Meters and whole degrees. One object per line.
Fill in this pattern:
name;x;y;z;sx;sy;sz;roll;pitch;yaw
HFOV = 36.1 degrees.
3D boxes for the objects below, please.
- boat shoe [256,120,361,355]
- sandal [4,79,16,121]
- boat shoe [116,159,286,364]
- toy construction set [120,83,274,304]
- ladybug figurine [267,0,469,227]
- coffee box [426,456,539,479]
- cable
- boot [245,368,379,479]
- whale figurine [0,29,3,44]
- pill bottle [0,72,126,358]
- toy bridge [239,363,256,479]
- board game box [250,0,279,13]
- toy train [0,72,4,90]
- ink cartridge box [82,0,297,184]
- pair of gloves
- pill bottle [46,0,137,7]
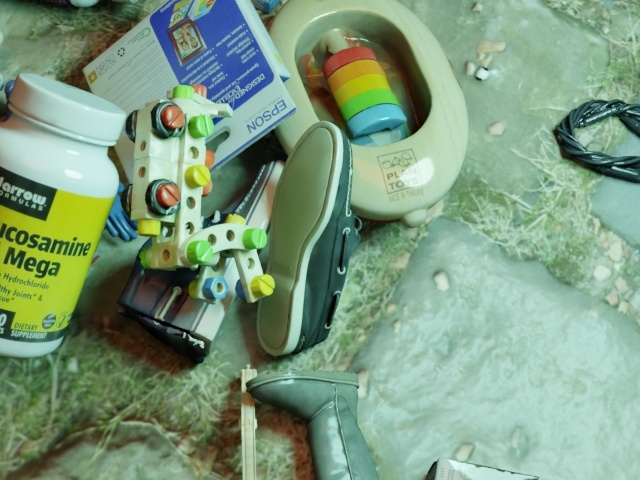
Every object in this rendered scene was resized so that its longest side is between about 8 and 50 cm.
boat shoe;0.002;0.002;1.402;0.113;0.127;0.340;4;100;-38
sandal;-0.467;-0.109;1.502;0.138;0.126;0.317;-10;63;-4
boat shoe;-0.171;0.000;1.455;0.158;0.127;0.340;25;65;0
toy construction set;-0.168;-0.080;1.331;0.215;0.151;0.327;11;62;-45
ladybug figurine;0.066;-0.204;1.555;0.305;0.162;0.449;-13;65;-9
coffee box;0.196;0.425;1.284;0.141;0.098;0.246;12;64;3
cable;0.483;-0.177;1.631;0.184;0.047;0.150;15;63;5
boot;-0.005;0.284;1.344;0.190;0.076;0.208;4;67;-23
whale figurine;-0.663;-0.329;1.601;0.272;0.141;0.216;10;97;-19
pill bottle;-0.373;-0.034;1.264;0.188;0.188;0.334;24;101;8
toy bridge;-0.100;0.262;1.367;0.026;0.063;0.188;-1;64;-4
board game box;-0.106;-0.522;1.771;0.160;0.039;0.211;28;66;10
toy train;-0.651;-0.225;1.491;0.334;0.190;0.142;-26;67;-7
ink cartridge box;-0.201;-0.228;1.523;0.303;0.072;0.307;-33;69;18
pair of gloves;-0.348;-0.048;1.461;0.159;0.023;0.198;61;34;-11
pill bottle;-0.453;-0.489;1.663;0.301;0.169;0.169;11;63;2
